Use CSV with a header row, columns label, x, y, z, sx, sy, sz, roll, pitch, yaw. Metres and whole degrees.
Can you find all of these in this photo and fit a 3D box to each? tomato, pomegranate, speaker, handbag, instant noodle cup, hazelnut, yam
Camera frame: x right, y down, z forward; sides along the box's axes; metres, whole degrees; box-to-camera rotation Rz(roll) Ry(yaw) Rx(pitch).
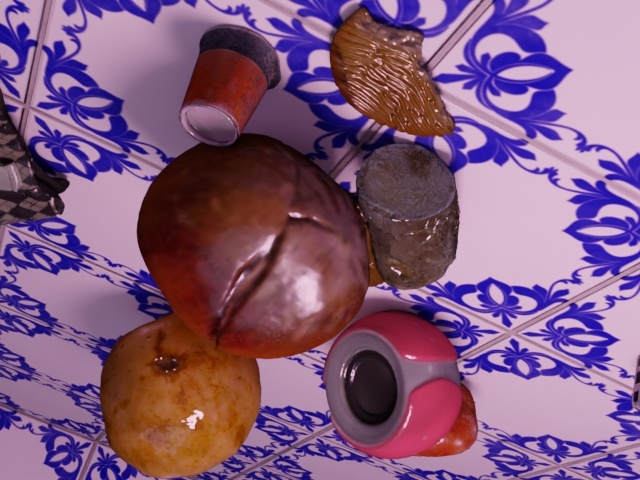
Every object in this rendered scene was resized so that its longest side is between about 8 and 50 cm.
label,x,y,z,sx,sy,sz,roll,pitch,yaw
tomato,0.233,0.372,1.881,0.237,0.236,0.095,5,127,20
pomegranate,-0.314,0.367,1.962,0.410,0.410,0.410,13,149,8
speaker,0.146,0.295,1.717,0.294,0.294,0.294,13,149,8
handbag,-0.644,-0.175,1.487,0.317,0.180,0.416,0,146,5
instant noodle cup,-0.133,-0.208,1.191,0.127,0.135,0.127,14,149,8
hazelnut,-0.092,0.001,1.287,0.372,0.315,0.372,24,152,14
yam,0.143,-0.030,1.332,0.154,0.154,0.254,7,147,18

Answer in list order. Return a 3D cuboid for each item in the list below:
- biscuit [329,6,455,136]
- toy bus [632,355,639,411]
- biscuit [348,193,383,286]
label,x,y,z,sx,sy,sz,roll,pitch,yaw
biscuit,0.106,-0.213,1.165,0.229,0.031,0.176,29,149,-17
toy bus,0.621,0.270,1.596,0.060,0.123,0.075,25,152,-12
biscuit,0.000,0.000,1.556,0.318,0.040,0.318,13,149,8
